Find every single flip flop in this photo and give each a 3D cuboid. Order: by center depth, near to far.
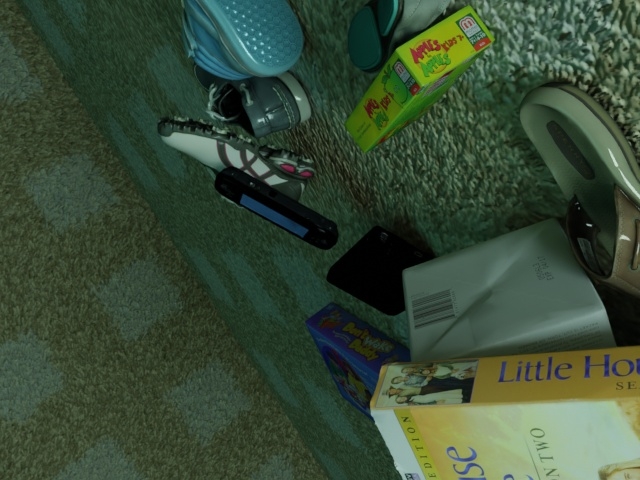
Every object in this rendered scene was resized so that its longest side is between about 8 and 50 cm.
[{"bbox_3d":[0.252,-0.010,0.622,0.277,0.080,0.112,55,162,1],"label":"flip flop"}]

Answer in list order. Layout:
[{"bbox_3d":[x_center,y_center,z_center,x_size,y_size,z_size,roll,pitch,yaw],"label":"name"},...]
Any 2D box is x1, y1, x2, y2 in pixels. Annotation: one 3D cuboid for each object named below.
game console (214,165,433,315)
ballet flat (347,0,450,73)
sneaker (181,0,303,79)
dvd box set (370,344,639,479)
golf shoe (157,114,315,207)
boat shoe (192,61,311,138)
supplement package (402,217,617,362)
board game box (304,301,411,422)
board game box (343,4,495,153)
[{"bbox_3d":[0.000,0.000,1.099,0.362,0.043,0.213,29,157,-4],"label":"game console"},{"bbox_3d":[0.079,-0.213,0.709,0.213,0.068,0.072,169,91,-81],"label":"ballet flat"},{"bbox_3d":[-0.167,-0.352,0.989,0.318,0.127,0.208,60,160,-14],"label":"sneaker"},{"bbox_3d":[0.285,0.211,0.580,0.421,0.062,0.307,-9,121,27],"label":"dvd box set"},{"bbox_3d":[-0.136,-0.113,1.141,0.273,0.120,0.105,18,-170,-32],"label":"golf shoe"},{"bbox_3d":[-0.141,-0.240,1.159,0.319,0.099,0.116,34,153,47],"label":"boat shoe"},{"bbox_3d":[0.219,0.161,0.751,0.177,0.175,0.292,-85,-29,-62],"label":"supplement package"},{"bbox_3d":[0.125,0.288,1.462,0.347,0.078,0.233,27,147,55],"label":"board game box"},{"bbox_3d":[0.093,-0.157,0.738,0.043,0.092,0.181,55,162,3],"label":"board game box"}]
